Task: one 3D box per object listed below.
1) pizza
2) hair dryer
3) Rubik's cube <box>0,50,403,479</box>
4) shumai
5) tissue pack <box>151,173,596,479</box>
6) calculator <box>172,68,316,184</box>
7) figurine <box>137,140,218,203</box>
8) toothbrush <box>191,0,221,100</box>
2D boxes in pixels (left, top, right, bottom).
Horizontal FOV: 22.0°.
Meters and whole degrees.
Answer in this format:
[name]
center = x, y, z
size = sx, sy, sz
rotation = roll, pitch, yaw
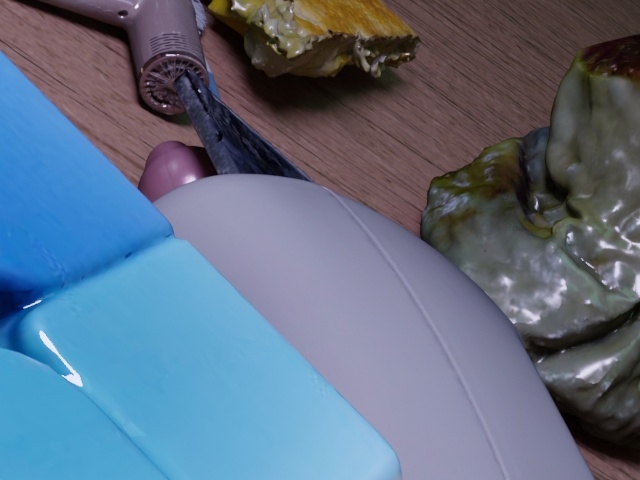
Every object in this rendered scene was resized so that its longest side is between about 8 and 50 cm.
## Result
[pizza]
center = -0.040, -0.190, 1.321
size = 0.280, 0.075, 0.287
rotation = 34, 18, -9
[hair dryer]
center = -0.190, -0.193, 1.174
size = 0.220, 0.053, 0.195
rotation = 20, 31, -26
[Rubik's cube]
center = -0.207, 0.090, 0.406
size = 0.290, 0.291, 0.292
rotation = 45, 27, 7
[shumai]
center = 0.256, -0.017, 1.261
size = 0.304, 0.263, 0.309
rotation = 30, 28, -19
[tissue pack]
center = -0.013, 0.136, 0.671
size = 0.236, 0.229, 0.333
rotation = 21, 32, -41
[calculator]
center = 0.000, 0.000, 1.056
size = 0.262, 0.021, 0.161
rotation = 40, 18, -52
[figurine]
center = -0.079, -0.023, 1.021
size = 0.083, 0.067, 0.071
rotation = 50, -7, 44
[toothbrush]
center = -0.081, -0.106, 1.209
size = 0.025, 0.019, 0.275
rotation = 34, 25, -34
